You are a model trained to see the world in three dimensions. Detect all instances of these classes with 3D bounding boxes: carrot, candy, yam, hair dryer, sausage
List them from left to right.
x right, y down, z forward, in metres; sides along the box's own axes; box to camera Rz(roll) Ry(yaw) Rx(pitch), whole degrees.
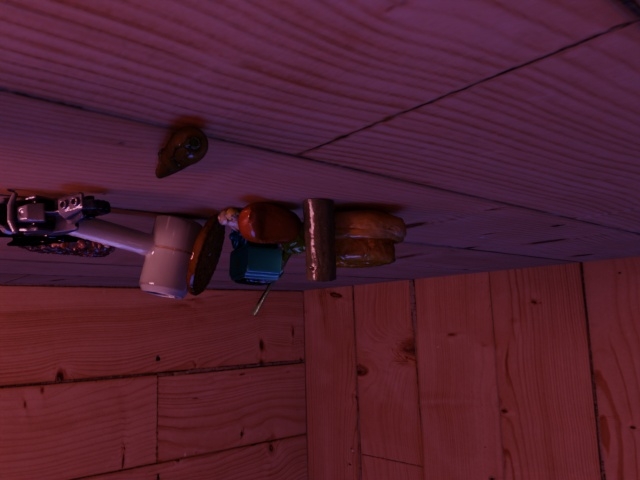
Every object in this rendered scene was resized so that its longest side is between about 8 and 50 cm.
[{"bbox_3d":[-0.435,0.003,1.171,0.357,0.173,0.107,19,163,-29],"label":"hair dryer"},{"bbox_3d":[-0.202,-0.112,0.769,0.049,0.049,0.254,3,175,-26],"label":"carrot"},{"bbox_3d":[-0.107,-0.034,1.139,0.089,0.089,0.179,-7,170,32],"label":"sausage"},{"bbox_3d":[-0.105,0.073,1.388,0.077,0.262,0.073,27,-174,-32],"label":"candy"},{"bbox_3d":[0.000,0.000,1.139,0.068,0.169,0.068,-3,-179,0],"label":"yam"}]

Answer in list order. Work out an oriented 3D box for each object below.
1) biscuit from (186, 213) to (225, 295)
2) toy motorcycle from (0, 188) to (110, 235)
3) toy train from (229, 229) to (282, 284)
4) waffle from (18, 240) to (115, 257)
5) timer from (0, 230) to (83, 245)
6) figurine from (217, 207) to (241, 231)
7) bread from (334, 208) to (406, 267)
[{"bbox_3d":[-0.254,0.031,1.230,0.027,0.188,0.188,18,172,4],"label":"biscuit"},{"bbox_3d":[-0.488,-0.053,0.992,0.215,0.080,0.122,-10,171,20],"label":"toy motorcycle"},{"bbox_3d":[-0.156,0.029,1.328,0.107,0.154,0.198,5,171,-24],"label":"toy train"},{"bbox_3d":[-0.655,0.010,1.442,0.234,0.055,0.221,5,172,-13],"label":"waffle"},{"bbox_3d":[-0.607,-0.014,1.211,0.187,0.055,0.144,0,180,17],"label":"timer"},{"bbox_3d":[-0.174,-0.049,1.191,0.083,0.047,0.050,10,153,-23],"label":"figurine"},{"bbox_3d":[0.077,-0.003,1.262,0.198,0.120,0.236,4,169,-22],"label":"bread"}]
